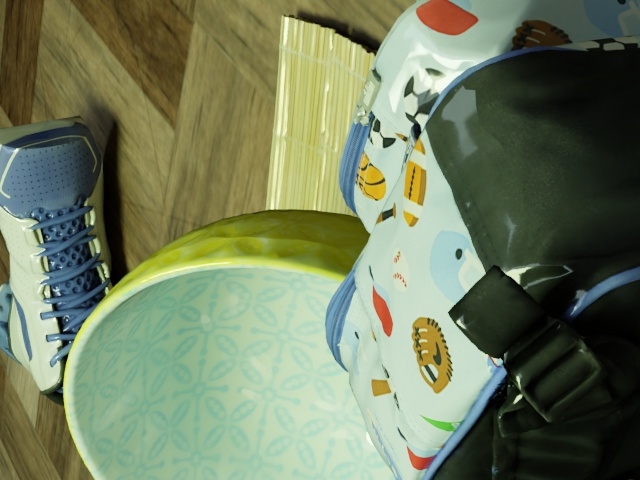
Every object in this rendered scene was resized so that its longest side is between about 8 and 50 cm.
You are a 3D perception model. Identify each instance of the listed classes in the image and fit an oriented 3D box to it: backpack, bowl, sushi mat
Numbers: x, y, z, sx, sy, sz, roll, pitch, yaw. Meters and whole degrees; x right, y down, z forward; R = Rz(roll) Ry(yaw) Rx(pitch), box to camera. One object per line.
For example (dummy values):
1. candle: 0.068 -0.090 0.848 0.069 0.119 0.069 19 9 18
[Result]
1. backpack: 0.120 0.014 0.592 0.263 0.277 0.213 109 145 -49
2. bowl: 0.003 0.080 0.860 0.156 0.289 0.289 -66 -1 -48
3. sushi mat: 0.000 0.000 1.012 0.151 0.019 0.316 38 128 52

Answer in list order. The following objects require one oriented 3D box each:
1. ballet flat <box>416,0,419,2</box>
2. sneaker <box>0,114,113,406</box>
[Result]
1. ballet flat: 0.076 -0.101 0.844 0.041 0.041 0.114 30 123 54
2. sneaker: -0.240 0.046 1.347 0.182 0.127 0.315 47 142 39
